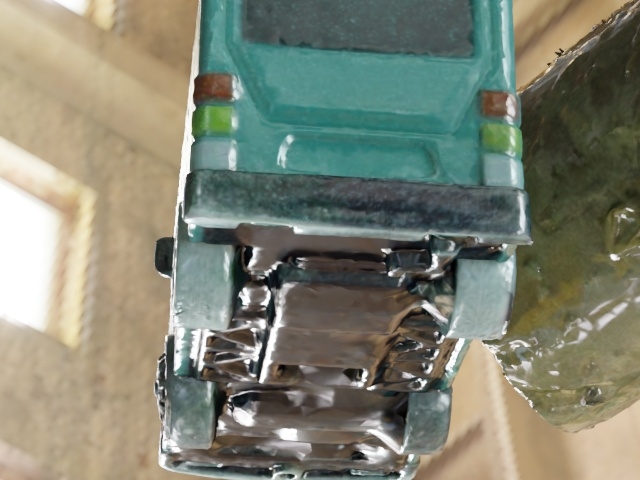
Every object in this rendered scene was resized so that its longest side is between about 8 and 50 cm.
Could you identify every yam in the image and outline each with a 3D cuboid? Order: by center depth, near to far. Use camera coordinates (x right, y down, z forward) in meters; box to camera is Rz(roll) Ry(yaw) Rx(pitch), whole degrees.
[{"bbox_3d":[0.174,-0.039,0.875,0.268,0.161,0.161,-37,-149,33],"label":"yam"}]

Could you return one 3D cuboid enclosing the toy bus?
[{"bbox_3d":[0.000,0.000,0.786,0.256,0.128,0.147,105,-12,-63],"label":"toy bus"}]
